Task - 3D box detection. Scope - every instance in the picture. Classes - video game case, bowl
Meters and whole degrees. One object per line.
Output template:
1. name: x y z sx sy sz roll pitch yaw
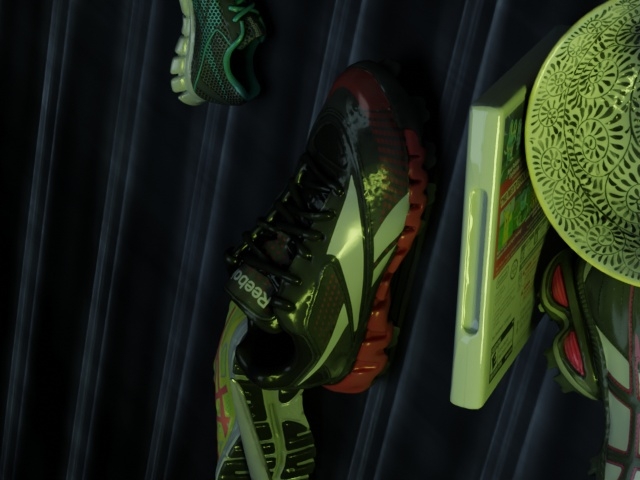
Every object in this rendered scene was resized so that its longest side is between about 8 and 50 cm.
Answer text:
1. video game case: 0.120 -0.020 1.105 0.023 0.201 0.183 10 112 19
2. bowl: 0.207 -0.062 1.033 0.170 0.080 0.170 4 102 20

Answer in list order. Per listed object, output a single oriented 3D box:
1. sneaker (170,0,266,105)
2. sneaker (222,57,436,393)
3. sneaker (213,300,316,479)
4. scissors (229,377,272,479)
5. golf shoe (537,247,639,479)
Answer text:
1. sneaker: -0.073 -0.182 1.442 0.076 0.065 0.166 18 120 33
2. sneaker: 0.000 0.000 1.321 0.097 0.135 0.276 42 131 42
3. sneaker: -0.051 0.132 1.499 0.094 0.081 0.208 -119 31 -54
4. scissors: -0.041 0.243 1.488 0.109 0.021 0.297 -5 115 53
5. golf shoe: 0.220 0.118 1.082 0.120 0.105 0.273 -29 77 47
